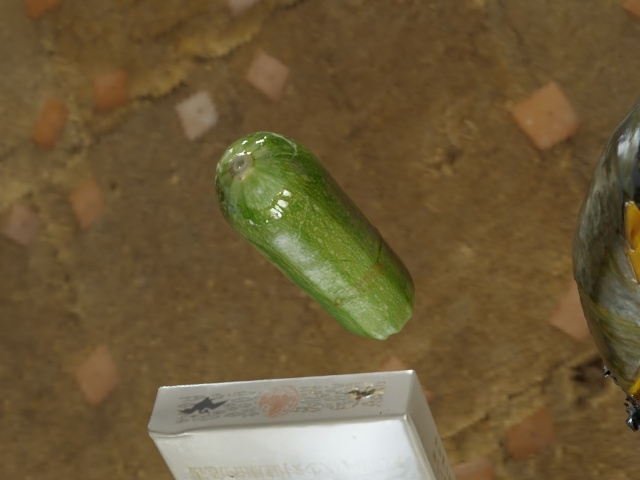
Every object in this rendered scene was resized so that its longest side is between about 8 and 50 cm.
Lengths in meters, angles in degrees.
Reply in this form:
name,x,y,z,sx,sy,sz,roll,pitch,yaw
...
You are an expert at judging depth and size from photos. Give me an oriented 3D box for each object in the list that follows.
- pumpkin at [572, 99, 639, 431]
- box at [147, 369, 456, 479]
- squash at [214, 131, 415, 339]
name,x,y,z,sx,sy,sz,roll,pitch,yaw
pumpkin,0.313,0.026,1.087,0.320,0.192,0.320,25,-40,23
box,0.022,0.241,1.339,0.204,0.365,0.051,-6,-137,18
squash,0.000,0.000,1.010,0.066,0.229,0.066,-10,-117,20
